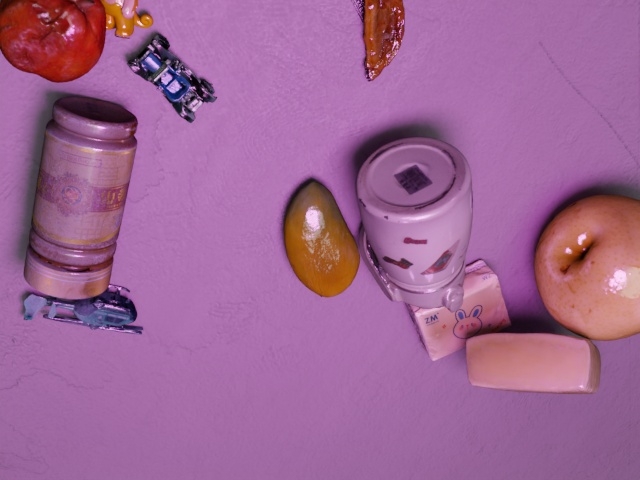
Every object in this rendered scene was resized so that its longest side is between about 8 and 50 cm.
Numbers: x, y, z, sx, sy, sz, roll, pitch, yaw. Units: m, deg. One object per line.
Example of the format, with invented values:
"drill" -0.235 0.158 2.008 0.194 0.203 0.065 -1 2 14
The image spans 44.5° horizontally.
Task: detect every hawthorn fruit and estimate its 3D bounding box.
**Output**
"hawthorn fruit" -0.415 -0.339 1.220 0.173 0.174 0.179 5 145 -17

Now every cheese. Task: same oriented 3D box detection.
"cheese" 0.450 0.259 1.635 0.242 0.265 0.124 -6 76 23

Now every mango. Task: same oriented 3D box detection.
"mango" -0.005 0.005 1.538 0.137 0.091 0.237 -30 114 -5

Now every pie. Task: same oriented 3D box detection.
"pie" 0.112 -0.385 1.408 0.088 0.033 0.191 -20 131 -18

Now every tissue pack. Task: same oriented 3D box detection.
"tissue pack" 0.294 0.152 1.681 0.196 0.092 0.148 -24 119 -1

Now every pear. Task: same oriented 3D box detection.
"pear" 0.595 0.059 1.605 0.309 0.309 0.309 -6 116 -12

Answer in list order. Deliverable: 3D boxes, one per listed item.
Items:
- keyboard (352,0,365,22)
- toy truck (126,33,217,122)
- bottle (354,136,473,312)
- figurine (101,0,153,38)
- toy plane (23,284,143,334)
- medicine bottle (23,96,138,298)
"keyboard" 0.063 -0.461 1.374 0.053 0.010 0.155 -31 119 3
"toy truck" -0.252 -0.274 1.346 0.080 0.078 0.154 -41 118 9
"bottle" 0.187 -0.013 1.500 0.229 0.229 0.352 -22 140 -3
"figurine" -0.315 -0.448 1.230 0.156 0.131 0.246 28 129 16
"toy plane" -0.447 0.131 1.506 0.235 0.060 0.096 13 124 -24
"medicine bottle" -0.415 -0.074 1.357 0.151 0.151 0.323 10 112 -18
